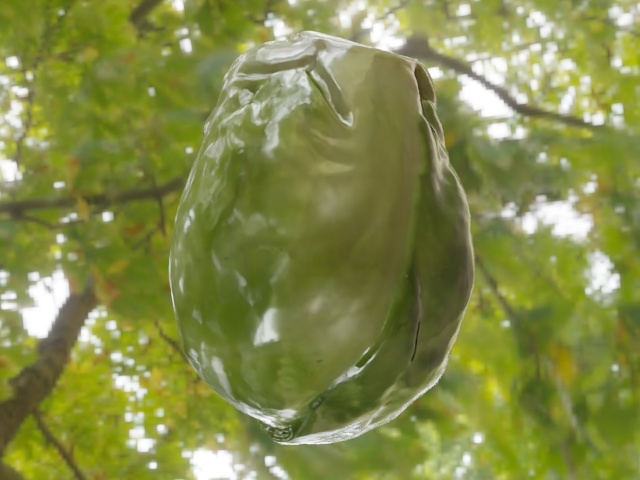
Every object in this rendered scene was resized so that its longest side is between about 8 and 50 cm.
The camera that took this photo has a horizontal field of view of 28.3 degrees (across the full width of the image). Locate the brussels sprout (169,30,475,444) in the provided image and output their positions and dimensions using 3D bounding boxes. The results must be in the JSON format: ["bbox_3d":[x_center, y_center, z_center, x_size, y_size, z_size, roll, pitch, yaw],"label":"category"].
[{"bbox_3d":[0.000,0.005,0.565,0.145,0.131,0.183,-90,11,-59],"label":"brussels sprout"}]
